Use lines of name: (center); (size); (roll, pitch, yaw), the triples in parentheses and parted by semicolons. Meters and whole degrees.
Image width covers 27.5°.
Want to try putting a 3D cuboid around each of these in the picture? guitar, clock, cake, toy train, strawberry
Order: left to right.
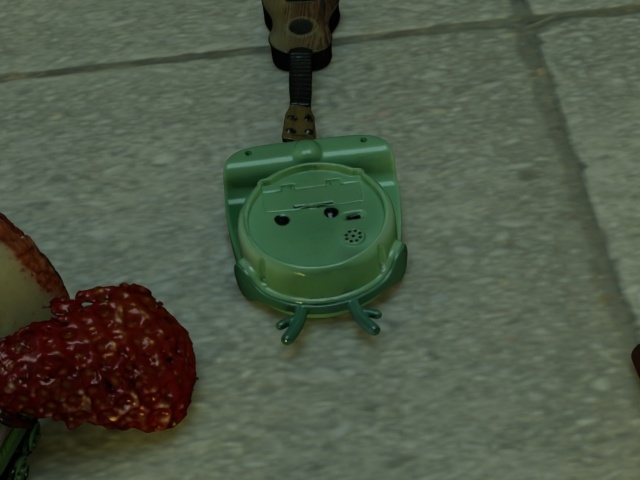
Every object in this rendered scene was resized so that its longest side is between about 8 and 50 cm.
cake: (-0.361, 0.042, 1.071); (0.262, 0.159, 0.158); (15, 53, 19)
toy train: (-0.256, 0.177, 0.996); (0.038, 0.071, 0.148); (12, 49, 14)
strawberry: (-0.171, 0.091, 1.018); (0.188, 0.082, 0.121); (-2, 43, -50)
guitar: (-0.019, -0.174, 1.322); (0.084, 0.038, 0.271); (-3, 45, 2)
clock: (0.000, 0.000, 1.146); (0.159, 0.066, 0.211); (-8, 48, -2)

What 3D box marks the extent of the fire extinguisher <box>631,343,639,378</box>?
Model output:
fire extinguisher: (0.288, 0.151, 1.011); (0.049, 0.035, 0.173); (20, 38, -31)
